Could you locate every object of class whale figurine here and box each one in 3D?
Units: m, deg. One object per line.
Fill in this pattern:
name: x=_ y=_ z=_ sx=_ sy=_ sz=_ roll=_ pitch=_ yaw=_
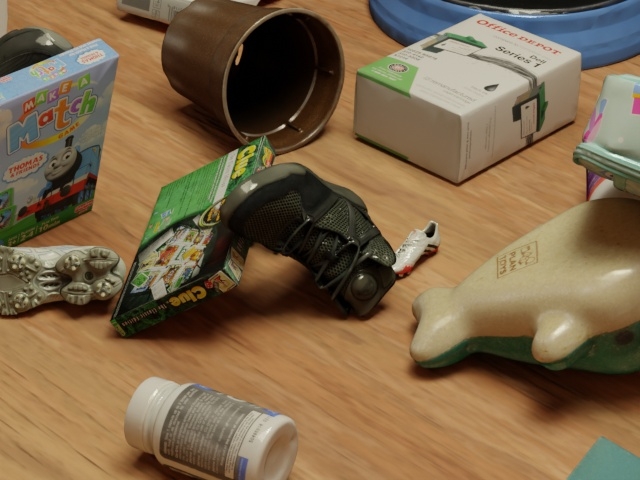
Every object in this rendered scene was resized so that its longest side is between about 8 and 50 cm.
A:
whale figurine: x=0.221 y=0.068 z=1.802 sx=0.272 sy=0.141 sz=0.216 roll=-20 pitch=28 yaw=14

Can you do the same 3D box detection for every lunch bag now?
lunch bag: x=0.352 y=-0.073 z=1.768 sx=0.224 sy=0.107 sz=0.279 roll=19 pitch=3 yaw=18

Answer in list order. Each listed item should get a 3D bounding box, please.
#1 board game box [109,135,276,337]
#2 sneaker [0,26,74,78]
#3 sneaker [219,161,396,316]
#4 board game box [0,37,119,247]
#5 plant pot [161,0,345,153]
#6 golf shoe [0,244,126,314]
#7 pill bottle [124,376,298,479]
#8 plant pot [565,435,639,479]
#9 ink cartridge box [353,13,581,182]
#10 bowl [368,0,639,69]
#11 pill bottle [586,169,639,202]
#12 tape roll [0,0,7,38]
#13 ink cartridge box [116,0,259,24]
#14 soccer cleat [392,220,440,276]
board game box: x=-0.123 y=-0.008 z=1.922 sx=0.136 sy=0.030 sz=0.259 roll=-27 pitch=24 yaw=23
sneaker: x=-0.336 y=-0.106 z=1.969 sx=0.101 sy=0.267 sz=0.106 roll=29 pitch=34 yaw=-24
sneaker: x=0.000 y=0.000 z=1.849 sx=0.130 sy=0.087 sz=0.227 roll=51 pitch=16 yaw=28
board game box: x=-0.287 y=-0.089 z=1.936 sx=0.039 sy=0.211 sz=0.160 roll=40 pitch=47 yaw=26
plant pot: x=-0.087 y=-0.201 z=2.185 sx=0.167 sy=0.167 sz=0.165 roll=-21 pitch=31 yaw=-31
golf shoe: x=-0.278 y=0.035 z=1.898 sx=0.176 sy=0.069 sz=0.086 roll=1 pitch=7 yaw=1
pill bottle: x=-0.095 y=0.167 z=1.650 sx=0.137 sy=0.078 sz=0.078 roll=18 pitch=35 yaw=24
plant pot: x=0.256 y=0.292 z=1.385 sx=0.234 sy=0.165 sz=0.166 roll=25 pitch=38 yaw=21
ink cartridge box: x=0.169 y=-0.166 z=2.185 sx=0.160 sy=0.092 sz=0.219 roll=27 pitch=41 yaw=35
bowl: x=0.257 y=-0.335 z=2.479 sx=0.391 sy=0.077 sz=0.391 roll=0 pitch=32 yaw=0
pill bottle: x=0.332 y=-0.068 z=2.016 sx=0.108 sy=0.108 sz=0.193 roll=4 pitch=31 yaw=5
tape roll: x=-0.457 y=-0.221 z=2.079 sx=0.100 sy=0.286 sz=0.286 roll=15 pitch=34 yaw=24
ink cartridge box: x=-0.153 y=-0.307 z=2.477 sx=0.145 sy=0.045 sz=0.179 roll=19 pitch=18 yaw=28
soccer cleat: x=0.093 y=0.008 z=1.955 sx=0.029 sy=0.035 sz=0.083 roll=25 pitch=39 yaw=33
